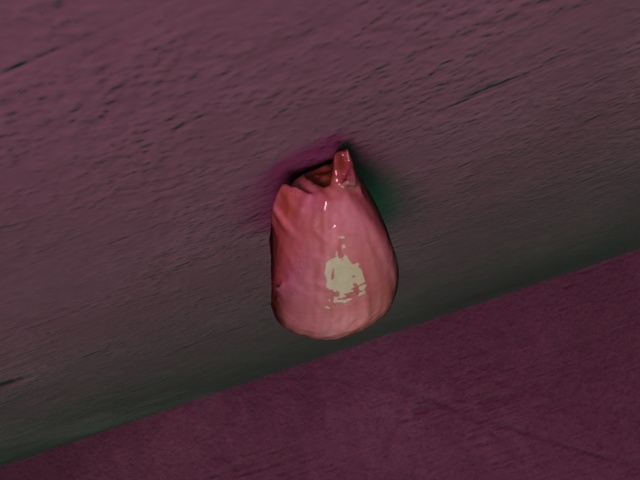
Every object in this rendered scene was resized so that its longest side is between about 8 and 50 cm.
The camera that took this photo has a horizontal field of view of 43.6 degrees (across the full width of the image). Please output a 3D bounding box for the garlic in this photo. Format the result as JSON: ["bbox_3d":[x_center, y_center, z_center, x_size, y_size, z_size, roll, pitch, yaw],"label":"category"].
[{"bbox_3d":[0.004,0.015,0.537,0.087,0.101,0.195,-15,167,-5],"label":"garlic"}]
